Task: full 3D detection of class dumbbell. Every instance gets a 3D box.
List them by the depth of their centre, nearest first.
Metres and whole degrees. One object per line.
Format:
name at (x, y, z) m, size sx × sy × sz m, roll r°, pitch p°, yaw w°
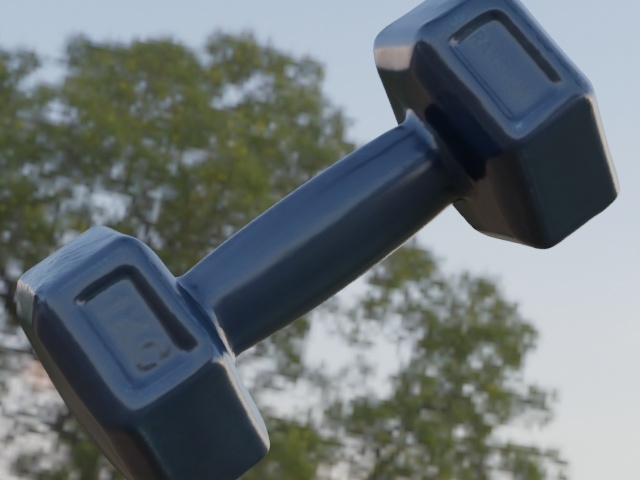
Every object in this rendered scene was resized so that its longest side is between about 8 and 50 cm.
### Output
dumbbell at (0.000, 0.000, 0.858) m, size 0.144 × 0.316 × 0.156 m, roll 58°, pitch -12°, yaw -13°
